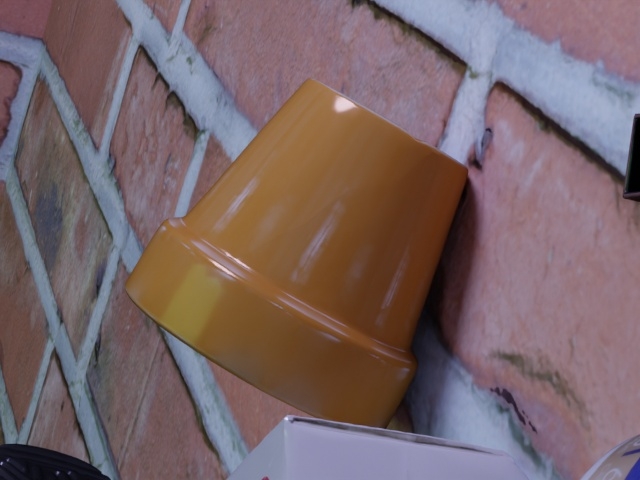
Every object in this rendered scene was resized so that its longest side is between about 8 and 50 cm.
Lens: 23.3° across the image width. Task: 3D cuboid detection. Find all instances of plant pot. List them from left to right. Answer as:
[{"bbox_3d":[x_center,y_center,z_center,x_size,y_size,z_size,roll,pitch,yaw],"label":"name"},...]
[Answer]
[{"bbox_3d":[0.000,0.000,1.060,0.188,0.205,0.205,-61,24,4],"label":"plant pot"}]

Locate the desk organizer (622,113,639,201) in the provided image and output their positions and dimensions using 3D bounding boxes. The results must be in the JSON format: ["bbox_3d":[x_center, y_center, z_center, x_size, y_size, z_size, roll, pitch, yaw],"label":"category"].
[{"bbox_3d":[0.194,-0.080,0.789,0.047,0.050,0.130,174,106,-67],"label":"desk organizer"}]

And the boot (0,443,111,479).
[{"bbox_3d":[-0.213,0.311,1.052,0.348,0.131,0.260,-129,59,-78],"label":"boot"}]

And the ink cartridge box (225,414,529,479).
[{"bbox_3d":[-0.022,0.315,0.975,0.385,0.160,0.279,129,146,-50],"label":"ink cartridge box"}]

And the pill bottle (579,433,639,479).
[{"bbox_3d":[0.206,0.118,0.528,0.264,0.153,0.153,147,131,-60],"label":"pill bottle"}]
